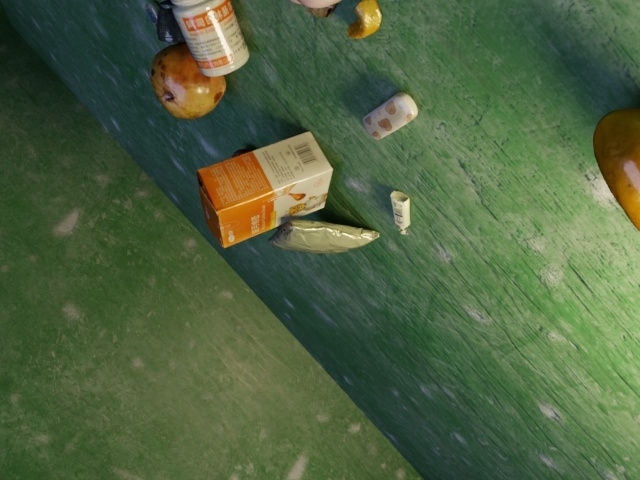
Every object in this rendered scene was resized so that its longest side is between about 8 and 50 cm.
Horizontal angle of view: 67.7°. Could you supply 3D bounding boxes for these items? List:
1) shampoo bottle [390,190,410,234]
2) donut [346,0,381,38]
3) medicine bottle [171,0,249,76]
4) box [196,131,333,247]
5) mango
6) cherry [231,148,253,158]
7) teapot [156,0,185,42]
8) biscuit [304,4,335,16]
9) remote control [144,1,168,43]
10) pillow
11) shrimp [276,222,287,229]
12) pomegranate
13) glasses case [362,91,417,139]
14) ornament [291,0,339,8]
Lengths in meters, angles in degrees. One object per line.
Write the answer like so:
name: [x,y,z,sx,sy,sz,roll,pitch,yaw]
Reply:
shampoo bottle: [0.208,-0.066,1.229,0.049,0.034,0.141,24,150,29]
donut: [0.074,-0.411,0.892,0.083,0.038,0.067,14,144,50]
medicine bottle: [-0.279,-0.544,1.164,0.145,0.144,0.252,26,149,41]
box: [-0.157,-0.137,1.328,0.143,0.341,0.225,62,162,20]
mango: [0.457,-0.081,0.630,0.252,0.153,0.126,38,152,-14]
cherry: [-0.270,-0.269,1.682,0.107,0.090,0.225,42,169,-19]
teapot: [-0.392,-0.603,1.313,0.149,0.111,0.108,35,141,39]
biscuit: [-0.013,-0.496,0.934,0.120,0.015,0.120,39,156,21]
remote control: [-0.495,-0.671,1.475,0.074,0.032,0.122,14,141,52]
pillow: [-0.001,0.000,1.479,0.275,0.076,0.281,8,167,-20]
shrimp: [-0.162,-0.085,1.827,0.132,0.052,0.187,43,160,10]
pomegranate: [-0.383,-0.471,1.406,0.215,0.215,0.215,38,156,21]
glasses case: [0.144,-0.261,1.009,0.063,0.041,0.164,51,157,-11]
ornament: [-0.013,-0.474,0.780,0.177,0.177,0.177,38,156,21]
